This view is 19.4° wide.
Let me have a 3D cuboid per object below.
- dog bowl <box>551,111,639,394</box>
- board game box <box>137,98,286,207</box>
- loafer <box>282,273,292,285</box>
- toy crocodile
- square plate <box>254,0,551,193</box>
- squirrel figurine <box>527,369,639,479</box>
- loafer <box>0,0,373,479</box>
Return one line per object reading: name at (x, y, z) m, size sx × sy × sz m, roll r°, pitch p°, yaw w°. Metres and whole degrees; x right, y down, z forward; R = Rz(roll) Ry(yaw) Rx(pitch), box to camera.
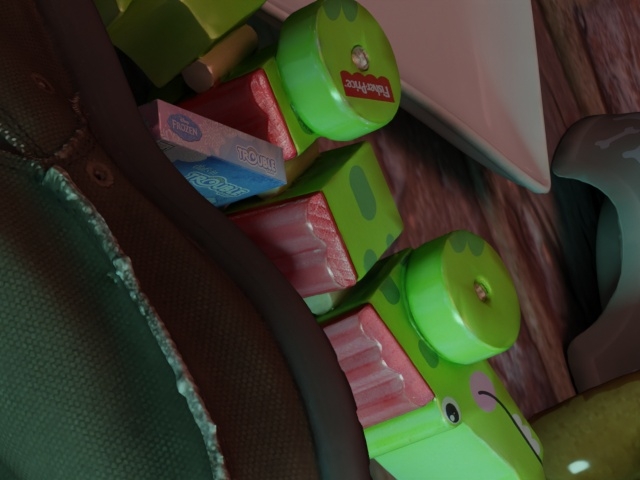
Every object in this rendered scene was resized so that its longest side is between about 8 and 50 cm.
dog bowl at (0.290, 0.060, 1.362) m, size 0.349 × 0.102 × 0.349 m, roll 37°, pitch 44°, yaw -47°
board game box at (-0.076, -0.029, 0.806) m, size 0.090 × 0.090 × 0.020 m, roll 18°, pitch 59°, yaw -54°
loafer at (-0.063, 0.098, 0.771) m, size 0.087 × 0.094 × 0.251 m, roll 39°, pitch 33°, yaw -36°
toy crocodile at (0.000, 0.000, 0.897) m, size 0.341 × 0.115 × 0.105 m, roll 60°, pitch 35°, yaw -15°
square plate at (0.024, -0.229, 1.129) m, size 0.347 × 0.049 × 0.344 m, roll 28°, pitch 50°, yaw -51°
squirrel figurine at (0.351, 0.241, 1.038) m, size 0.281 × 0.397 × 0.370 m, roll 57°, pitch 15°, yaw -37°
loafer at (-0.112, 0.019, 0.634) m, size 0.130 × 0.134 × 0.366 m, roll -1°, pitch 45°, yaw -41°
